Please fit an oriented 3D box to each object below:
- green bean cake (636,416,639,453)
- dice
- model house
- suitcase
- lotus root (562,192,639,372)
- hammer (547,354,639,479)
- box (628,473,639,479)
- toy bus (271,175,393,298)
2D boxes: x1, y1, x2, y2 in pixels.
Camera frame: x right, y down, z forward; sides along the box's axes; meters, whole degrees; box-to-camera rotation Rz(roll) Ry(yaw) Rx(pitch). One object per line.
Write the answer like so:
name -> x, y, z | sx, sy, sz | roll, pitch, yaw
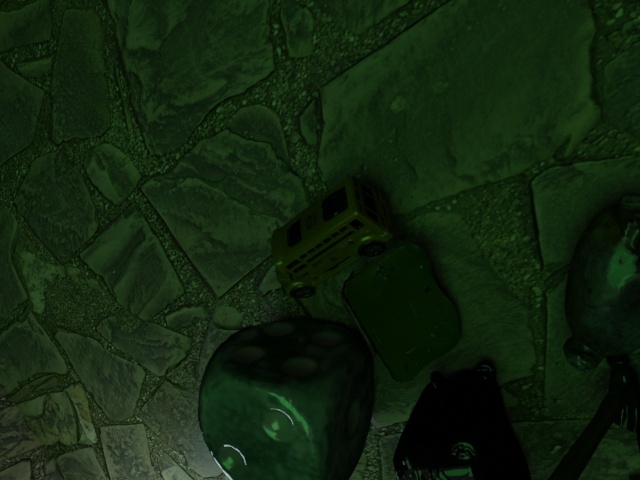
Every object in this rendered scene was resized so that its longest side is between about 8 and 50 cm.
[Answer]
green bean cake -> 0.652, 0.331, 0.827 | 0.094, 0.173, 0.181 | 14, 110, 24
dice -> -0.076, 0.404, 1.143 | 0.348, 0.328, 0.330 | 7, 108, 26
model house -> 0.166, 0.146, 1.053 | 0.207, 0.154, 0.294 | -33, 110, -10
suitcase -> 0.316, 0.475, 0.951 | 0.188, 0.345, 0.339 | -24, 93, 28
lotus root -> 0.535, 0.080, 0.821 | 0.175, 0.175, 0.349 | 18, 118, 22
hammer -> 0.457, 0.398, 0.832 | 0.044, 0.440, 0.168 | 11, 134, 59
box -> 0.673, 0.539, 0.951 | 0.024, 0.053, 0.083 | -27, 94, 31
toy bus -> 0.000, 0.000, 1.051 | 0.331, 0.151, 0.145 | -34, 45, 32
